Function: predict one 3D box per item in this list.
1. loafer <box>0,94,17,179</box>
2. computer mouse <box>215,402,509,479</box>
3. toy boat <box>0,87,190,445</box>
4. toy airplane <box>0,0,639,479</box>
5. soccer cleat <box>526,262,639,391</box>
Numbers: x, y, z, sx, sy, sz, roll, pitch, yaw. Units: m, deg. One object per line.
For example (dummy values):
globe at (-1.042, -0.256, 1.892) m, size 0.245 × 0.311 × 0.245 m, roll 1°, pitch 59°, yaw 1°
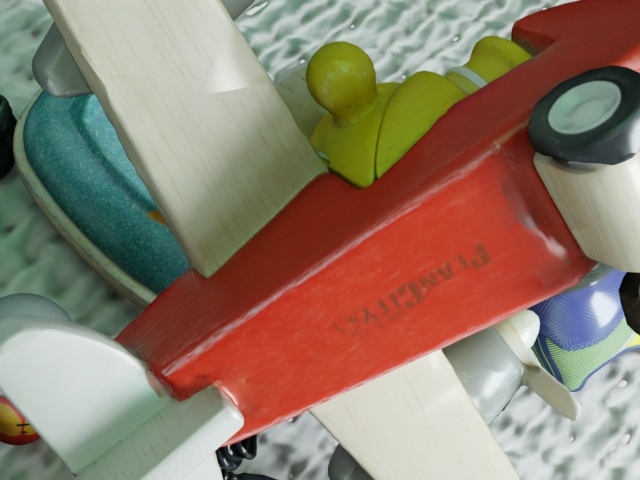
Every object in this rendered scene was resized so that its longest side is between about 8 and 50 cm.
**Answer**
loafer at (-0.304, -0.035, 1.008) m, size 0.223 × 0.078 × 0.076 m, roll -34°, pitch 73°, yaw -25°
computer mouse at (0.039, 0.102, 0.969) m, size 0.262 × 0.060 × 0.184 m, roll 22°, pitch 77°, yaw -33°
toy boat at (-0.115, 0.000, 0.990) m, size 0.267 × 0.148 × 0.318 m, roll 35°, pitch 60°, yaw 7°
toy airplane at (0.000, 0.000, 0.815) m, size 0.384 × 0.386 × 0.272 m, roll 9°, pitch 30°, yaw -16°
soccer cleat at (0.254, 0.018, 1.109) m, size 0.289 × 0.093 × 0.121 m, roll -25°, pitch 112°, yaw -34°
